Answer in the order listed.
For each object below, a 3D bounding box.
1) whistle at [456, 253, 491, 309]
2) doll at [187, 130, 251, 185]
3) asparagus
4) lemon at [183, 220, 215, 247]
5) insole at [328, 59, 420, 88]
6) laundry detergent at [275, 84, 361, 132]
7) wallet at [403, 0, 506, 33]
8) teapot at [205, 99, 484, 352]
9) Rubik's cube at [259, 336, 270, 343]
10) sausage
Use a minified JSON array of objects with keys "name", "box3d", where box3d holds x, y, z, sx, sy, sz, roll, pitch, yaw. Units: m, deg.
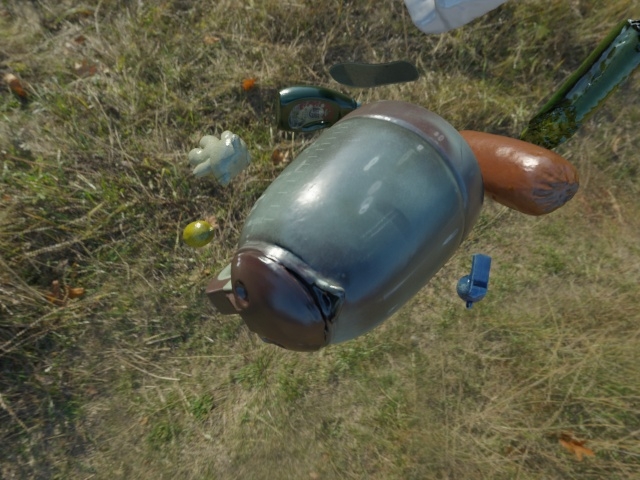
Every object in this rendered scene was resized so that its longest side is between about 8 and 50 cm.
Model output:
[{"name":"whistle","box3d":[0.433,0.119,1.253,0.091,0.090,0.157,12,81,-4]},{"name":"doll","box3d":[-0.341,-0.289,1.501,0.150,0.278,0.175,1,108,-45]},{"name":"asparagus","box3d":[0.654,-0.360,1.105,0.108,0.381,0.128,24,27,-30]},{"name":"lemon","box3d":[-0.374,-0.020,1.360,0.111,0.082,0.081,-17,73,28]},{"name":"insole","box3d":[0.113,-0.363,0.965,0.232,0.080,0.003,14,69,39]},{"name":"laundry detergent","box3d":[-0.004,-0.323,1.093,0.211,0.137,0.062,-6,59,-14]},{"name":"wallet","box3d":[0.123,-0.222,0.267,0.032,0.183,0.124,-18,90,-52]},{"name":"teapot","box3d":[0.000,0.000,0.567,0.312,0.315,0.233,-42,110,-34]},{"name":"Rubik's cube","box3d":[-0.116,0.207,1.324,0.163,0.161,0.162,-47,121,-36]},{"name":"sausage","box3d":[0.318,-0.122,0.764,0.114,0.259,0.113,-11,117,-22]}]
